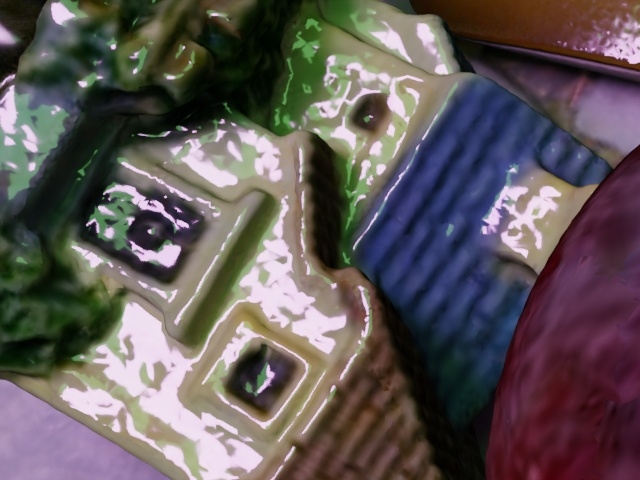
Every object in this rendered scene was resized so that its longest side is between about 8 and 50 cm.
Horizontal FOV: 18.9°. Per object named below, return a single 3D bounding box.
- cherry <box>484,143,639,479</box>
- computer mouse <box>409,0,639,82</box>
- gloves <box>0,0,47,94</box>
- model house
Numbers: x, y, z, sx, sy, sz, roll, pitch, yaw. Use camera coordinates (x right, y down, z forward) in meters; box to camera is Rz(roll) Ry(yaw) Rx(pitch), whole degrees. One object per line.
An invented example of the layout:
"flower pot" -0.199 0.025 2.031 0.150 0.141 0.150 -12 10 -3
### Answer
"cherry" 0.173 0.052 0.594 0.230 0.203 0.300 8 55 19
"computer mouse" 0.148 -0.113 0.756 0.245 0.056 0.126 18 74 27
"gloves" -0.169 -0.113 0.844 0.135 0.107 0.268 -37 77 11
"model house" 0.000 0.000 0.691 0.189 0.195 0.214 31 83 20
